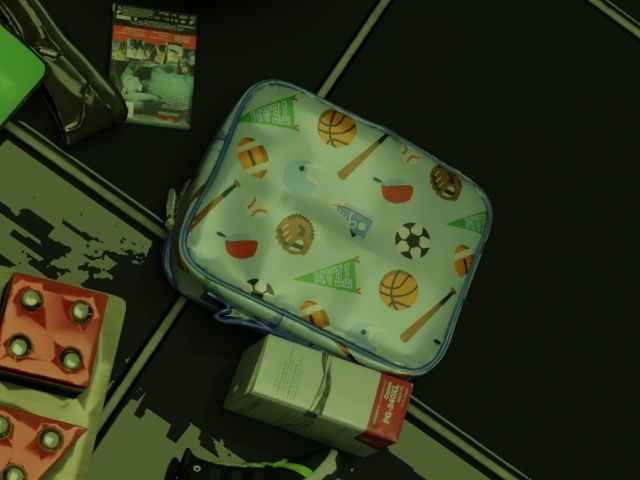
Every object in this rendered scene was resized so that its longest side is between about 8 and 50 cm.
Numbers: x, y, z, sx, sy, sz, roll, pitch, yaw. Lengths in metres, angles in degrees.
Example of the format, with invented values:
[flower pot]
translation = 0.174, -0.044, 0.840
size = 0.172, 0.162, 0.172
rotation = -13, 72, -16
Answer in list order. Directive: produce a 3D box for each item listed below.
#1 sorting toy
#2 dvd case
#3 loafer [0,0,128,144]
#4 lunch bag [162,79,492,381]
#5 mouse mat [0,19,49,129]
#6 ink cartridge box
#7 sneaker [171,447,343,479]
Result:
[sorting toy]
translation = -0.320, 0.136, 1.727
size = 0.257, 0.089, 0.255
rotation = 16, 72, -13
[dvd case]
translation = -0.167, -0.172, 1.896
size = 0.087, 0.013, 0.119
rotation = 6, 73, -15
[loafer]
translation = -0.279, -0.181, 1.826
size = 0.078, 0.080, 0.220
rotation = -42, 86, -12
[lunch bag]
translation = 0.000, 0.000, 1.850
size = 0.303, 0.115, 0.243
rotation = 26, 72, -10
[mouse mat]
translation = -0.367, -0.141, 1.793
size = 0.152, 0.007, 0.190
rotation = 41, 90, -3
[ink cartridge box]
translation = -0.004, 0.147, 1.809
size = 0.150, 0.109, 0.063
rotation = 21, 72, -11
[sneaker]
translation = -0.089, 0.229, 1.776
size = 0.234, 0.084, 0.097
rotation = -24, 82, -21
